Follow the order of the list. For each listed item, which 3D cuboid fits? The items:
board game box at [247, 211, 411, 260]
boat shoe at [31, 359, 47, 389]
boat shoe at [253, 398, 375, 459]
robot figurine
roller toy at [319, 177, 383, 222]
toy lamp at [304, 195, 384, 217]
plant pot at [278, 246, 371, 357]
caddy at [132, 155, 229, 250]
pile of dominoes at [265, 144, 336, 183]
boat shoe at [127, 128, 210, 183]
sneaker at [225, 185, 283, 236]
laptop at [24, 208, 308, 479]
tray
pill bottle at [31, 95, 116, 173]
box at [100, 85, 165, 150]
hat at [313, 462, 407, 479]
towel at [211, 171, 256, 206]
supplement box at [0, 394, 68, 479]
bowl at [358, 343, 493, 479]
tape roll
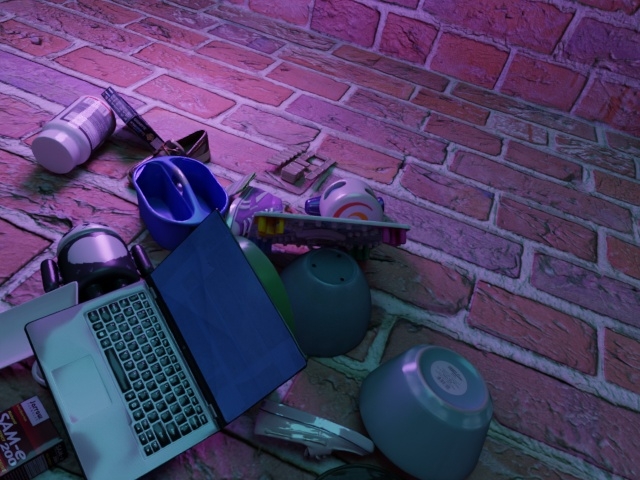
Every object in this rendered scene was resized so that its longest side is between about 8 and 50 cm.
[{"bbox_3d":[0.000,0.000,1.381,0.389,0.390,0.051,5,80,-10],"label":"board game box"},{"bbox_3d":[-0.457,0.314,1.077,0.302,0.091,0.114,22,57,3],"label":"boat shoe"},{"bbox_3d":[-0.013,0.426,1.081,0.267,0.096,0.088,23,71,-9],"label":"boat shoe"},{"bbox_3d":[-0.555,0.076,1.252,0.278,0.173,0.209,52,10,36],"label":"robot figurine"},{"bbox_3d":[0.098,-0.095,1.605,0.209,0.191,0.146,3,32,-12],"label":"roller toy"},{"bbox_3d":[0.082,-0.117,1.719,0.274,0.080,0.080,-3,44,-18],"label":"toy lamp"},{"bbox_3d":[0.011,0.132,1.323,0.290,0.196,0.290,7,45,-7],"label":"plant pot"},{"bbox_3d":[-0.424,-0.130,1.519,0.241,0.179,0.341,-17,49,-31],"label":"caddy"},{"bbox_3d":[-0.076,-0.290,1.920,0.195,0.040,0.251,26,34,14],"label":"pile of dominoes"},{"bbox_3d":[-0.515,-0.296,1.720,0.123,0.123,0.342,34,45,22],"label":"boat shoe"},{"bbox_3d":[-0.200,-0.073,1.579,0.161,0.102,0.282,20,41,2],"label":"sneaker"},{"bbox_3d":[-0.314,0.205,0.981,0.407,0.236,0.382,-22,69,-31],"label":"laptop"},{"bbox_3d":[-0.651,0.204,1.110,0.270,0.030,0.145,-23,57,3],"label":"tray"},{"bbox_3d":[-0.820,-0.354,1.673,0.161,0.161,0.283,14,41,0],"label":"pill bottle"},{"bbox_3d":[-0.675,-0.437,1.803,0.051,0.175,0.220,-44,59,-3],"label":"box"},{"bbox_3d":[0.113,0.551,0.939,0.331,0.134,0.331,8,40,-7],"label":"hat"},{"bbox_3d":[-0.282,-0.164,1.641,0.023,0.152,0.113,52,38,-24],"label":"towel"},{"bbox_3d":[-0.624,0.413,0.936,0.239,0.073,0.130,-27,54,-38],"label":"supplement box"},{"bbox_3d":[0.259,0.358,1.128,0.311,0.163,0.312,17,34,-12],"label":"bowl"},{"bbox_3d":[-0.181,0.152,1.159,0.077,0.321,0.321,-20,51,-34],"label":"tape roll"}]
